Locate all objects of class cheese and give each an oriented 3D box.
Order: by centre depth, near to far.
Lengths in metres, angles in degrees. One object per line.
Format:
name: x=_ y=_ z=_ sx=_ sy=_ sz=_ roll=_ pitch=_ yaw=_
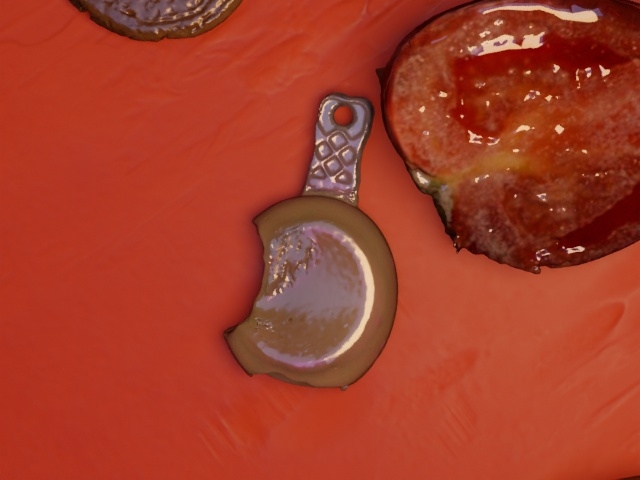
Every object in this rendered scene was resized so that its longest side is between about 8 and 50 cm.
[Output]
cheese: x=0.000 y=0.000 z=1.606 sx=0.163 sy=0.082 sz=0.286 roll=8 pitch=90 yaw=2

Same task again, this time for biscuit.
biscuit: x=-0.161 y=-0.301 z=1.623 sx=0.225 sy=0.042 sz=0.226 roll=0 pitch=90 yaw=4

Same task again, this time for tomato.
tomato: x=0.203 y=-0.133 z=1.543 sx=0.308 sy=0.170 sz=0.309 roll=-3 pitch=121 yaw=-4

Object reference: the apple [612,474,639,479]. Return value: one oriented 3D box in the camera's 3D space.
apple: x=0.281 y=0.336 z=1.518 sx=0.241 sy=0.242 sz=0.242 roll=-19 pitch=90 yaw=11
